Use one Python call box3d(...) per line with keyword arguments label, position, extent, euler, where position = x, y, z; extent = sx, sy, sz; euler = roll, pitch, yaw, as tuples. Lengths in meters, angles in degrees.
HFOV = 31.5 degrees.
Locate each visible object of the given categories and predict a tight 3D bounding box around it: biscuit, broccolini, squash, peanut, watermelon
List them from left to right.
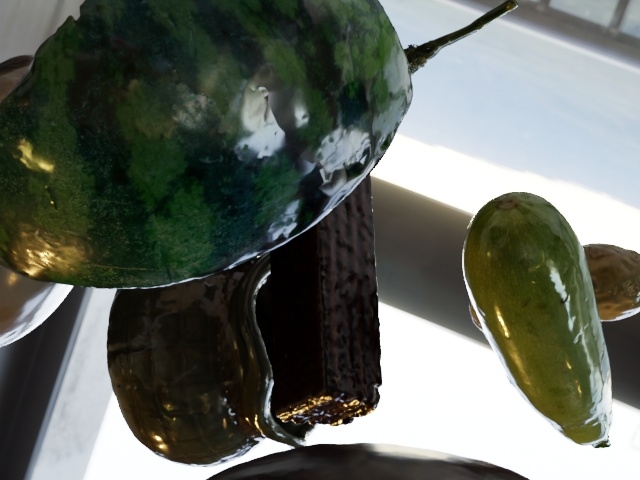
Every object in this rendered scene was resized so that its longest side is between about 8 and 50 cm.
box3d(label="watermelon", position=(-0.128, -0.117, 0.821), extent=(0.319, 0.292, 0.222), euler=(26, 154, 14))
box3d(label="biscuit", position=(0.000, 0.000, 1.182), extent=(0.073, 0.388, 0.107), euler=(10, 155, -29))
box3d(label="broccolini", position=(0.205, -0.318, 1.797), extent=(0.051, 0.239, 0.054), euler=(63, -165, -7))
box3d(label="squash", position=(0.233, 0.103, 1.166), extent=(0.118, 0.118, 0.370), euler=(33, 154, 49))
box3d(label="peanut", position=(0.370, 0.077, 1.735), extent=(0.290, 0.130, 0.130), euler=(-15, -165, -2))

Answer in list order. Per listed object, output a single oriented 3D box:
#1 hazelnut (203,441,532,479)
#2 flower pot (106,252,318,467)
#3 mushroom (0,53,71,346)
box3d(label="hazelnut", position=(0.060, 0.313, 0.782), extent=(0.429, 0.402, 0.402), euler=(12, -172, 19))
box3d(label="flower pot", position=(-0.115, 0.116, 1.369), extent=(0.213, 0.301, 0.302), euler=(-4, -176, 16))
box3d(label="mushroom", position=(-0.391, -0.054, 1.276), extent=(0.295, 0.362, 0.362), euler=(31, -170, -6))
